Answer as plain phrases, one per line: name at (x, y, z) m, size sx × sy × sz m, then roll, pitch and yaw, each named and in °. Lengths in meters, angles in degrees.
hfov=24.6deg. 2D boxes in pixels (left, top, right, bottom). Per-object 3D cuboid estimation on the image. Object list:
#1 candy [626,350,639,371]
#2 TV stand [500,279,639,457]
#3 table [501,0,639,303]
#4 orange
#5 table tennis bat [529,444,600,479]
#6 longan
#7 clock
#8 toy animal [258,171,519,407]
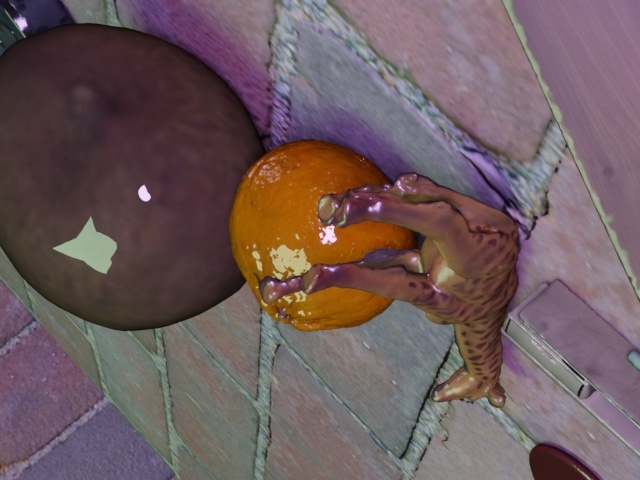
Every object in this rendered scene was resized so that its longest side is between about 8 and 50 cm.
candy at (0.238, 0.128, 0.797) m, size 0.201 × 0.060 × 0.060 m, roll 48°, pitch 163°, yaw 31°
TV stand at (0.207, 0.115, 0.851) m, size 0.249 × 0.036 × 0.042 m, roll 43°, pitch 159°, yaw 22°
table at (0.147, -0.054, 0.497) m, size 0.226 × 0.167 × 0.167 m, roll 63°, pitch 160°, yaw -10°
orange at (0.000, -0.001, 0.982) m, size 0.136 × 0.117 × 0.135 m, roll 21°, pitch 140°, yaw 19°
table tennis bat at (0.197, 0.210, 1.096) m, size 0.098 × 0.019 × 0.154 m, roll 31°, pitch 151°, yaw 45°
longan at (-0.152, -0.049, 1.099) m, size 0.246 × 0.215 × 0.246 m, roll 21°, pitch 148°, yaw 14°
clock at (-0.285, -0.202, 1.396) m, size 0.215 × 0.042 × 0.215 m, roll 44°, pitch 161°, yaw 20°
toy animal at (0.074, 0.036, 0.919) m, size 0.275 × 0.149 × 0.054 m, roll 30°, pitch -147°, yaw -49°
